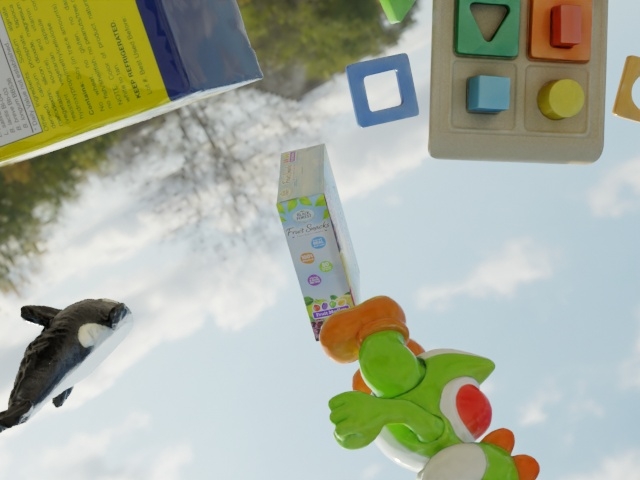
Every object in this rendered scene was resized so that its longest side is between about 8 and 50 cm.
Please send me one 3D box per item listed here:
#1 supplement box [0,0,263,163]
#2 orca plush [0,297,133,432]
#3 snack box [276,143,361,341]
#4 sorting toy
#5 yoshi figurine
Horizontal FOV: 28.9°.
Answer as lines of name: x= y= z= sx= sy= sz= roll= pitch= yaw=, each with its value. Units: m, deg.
supplement box: x=-0.278 y=-0.204 z=1.329 sx=0.356 sy=0.194 sz=0.195 roll=-15 pitch=-174 yaw=21
orca plush: x=-0.320 y=0.127 z=1.437 sx=0.151 sy=0.102 sz=0.287 roll=-56 pitch=176 yaw=39
snack box: x=0.000 y=0.000 z=1.642 sx=0.070 sy=0.207 sz=0.174 roll=-12 pitch=-156 yaw=6
sorting toy: x=0.199 y=-0.172 z=1.198 sx=0.347 sy=0.196 sz=0.047 roll=1 pitch=-174 yaw=-12
yoshi figurine: x=0.092 y=0.243 z=1.325 sx=0.203 sy=0.203 sz=0.362 roll=2 pitch=-145 yaw=-25
